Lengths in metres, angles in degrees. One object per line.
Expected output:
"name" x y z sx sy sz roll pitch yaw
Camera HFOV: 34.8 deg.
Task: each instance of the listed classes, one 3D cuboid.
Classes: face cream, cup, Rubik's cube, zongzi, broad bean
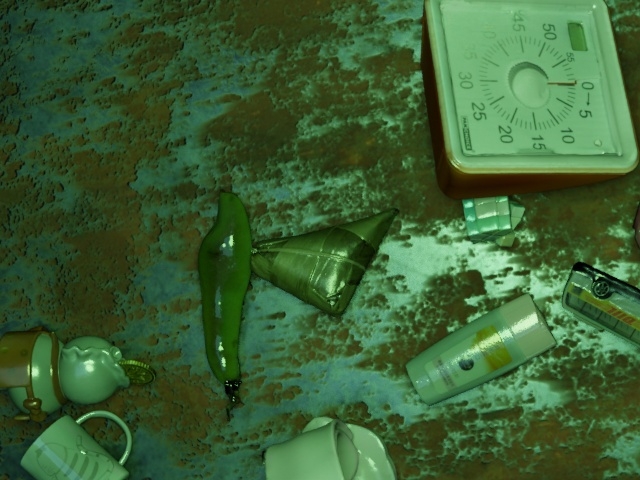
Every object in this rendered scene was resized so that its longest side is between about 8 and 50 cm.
"face cream" 0.217 0.153 1.392 0.198 0.057 0.084 -31 85 11
"cup" -0.347 0.320 1.488 0.133 0.099 0.136 41 99 9
"Rubik's cube" 0.234 -0.030 1.383 0.084 0.073 0.075 6 75 16
"zongzi" 0.000 0.000 1.431 0.160 0.078 0.176 26 85 11
"broad bean" -0.135 0.088 1.466 0.075 0.067 0.325 1 93 43

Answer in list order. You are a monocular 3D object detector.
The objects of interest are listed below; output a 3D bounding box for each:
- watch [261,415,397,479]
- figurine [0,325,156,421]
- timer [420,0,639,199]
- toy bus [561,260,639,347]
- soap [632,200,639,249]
"watch" 0.015 0.367 1.354 0.211 0.217 0.248 -23 85 11
"figurine" -0.377 0.197 1.477 0.271 0.143 0.143 10 92 13
"timer" 0.264 -0.189 1.310 0.250 0.161 0.257 -6 71 1
"toy bus" 0.403 0.094 1.355 0.172 0.057 0.072 27 105 10
"soap" 0.545 0.016 1.288 0.325 0.127 0.220 27 95 11
